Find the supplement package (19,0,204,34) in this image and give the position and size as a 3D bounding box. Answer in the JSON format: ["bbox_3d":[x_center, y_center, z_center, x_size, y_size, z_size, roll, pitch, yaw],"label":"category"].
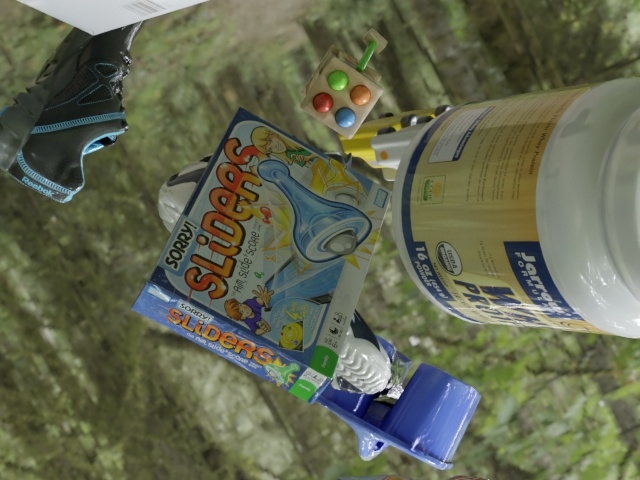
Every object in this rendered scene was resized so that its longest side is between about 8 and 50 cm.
[{"bbox_3d":[-0.245,-0.363,1.394,0.262,0.145,0.204,-6,163,38],"label":"supplement package"}]

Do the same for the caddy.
[{"bbox_3d":[0.111,0.263,1.869,0.179,0.241,0.341,-61,165,-4],"label":"caddy"}]

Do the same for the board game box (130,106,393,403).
[{"bbox_3d":[-0.034,0.004,0.844,0.035,0.136,0.201,-55,-169,42],"label":"board game box"}]

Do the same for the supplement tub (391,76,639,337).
[{"bbox_3d":[0.239,-0.029,1.104,0.228,0.228,0.316,-32,-164,-28],"label":"supplement tub"}]

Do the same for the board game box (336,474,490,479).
[{"bbox_3d":[0.120,0.255,1.111,0.194,0.060,0.194,6,-179,26],"label":"board game box"}]

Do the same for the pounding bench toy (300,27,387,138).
[{"bbox_3d":[0.026,-0.139,1.022,0.083,0.052,0.065,-55,-169,16],"label":"pounding bench toy"}]

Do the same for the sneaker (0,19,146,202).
[{"bbox_3d":[-0.312,-0.195,1.602,0.125,0.140,0.340,-32,-156,55],"label":"sneaker"}]

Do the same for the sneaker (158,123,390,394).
[{"bbox_3d":[0.000,0.000,0.965,0.153,0.235,0.094,-42,165,-24],"label":"sneaker"}]

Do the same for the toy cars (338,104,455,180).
[{"bbox_3d":[0.122,-0.109,1.444,0.177,0.087,0.394,-11,-171,-7],"label":"toy cars"}]
